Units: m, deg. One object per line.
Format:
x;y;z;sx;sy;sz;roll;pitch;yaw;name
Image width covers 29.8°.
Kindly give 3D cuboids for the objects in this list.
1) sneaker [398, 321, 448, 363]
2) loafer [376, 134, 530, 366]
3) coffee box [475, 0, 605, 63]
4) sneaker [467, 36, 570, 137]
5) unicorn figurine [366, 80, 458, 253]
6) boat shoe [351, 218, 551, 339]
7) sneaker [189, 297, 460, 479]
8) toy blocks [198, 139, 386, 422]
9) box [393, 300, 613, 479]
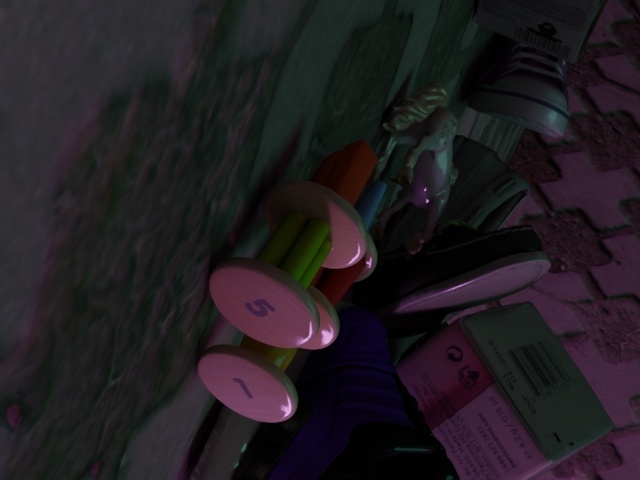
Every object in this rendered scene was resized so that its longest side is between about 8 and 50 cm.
0.129;0.166;1.687;0.286;0.109;0.130;-65;157;-55;sneaker
0.108;0.025;1.113;0.319;0.111;0.112;-59;169;-36;loafer
0.195;-0.249;0.914;0.141;0.098;0.246;-64;172;-8;coffee box
0.226;-0.204;1.277;0.282;0.102;0.161;-74;-177;-75;sneaker
0.071;-0.047;0.864;0.111;0.060;0.162;-53;168;-38;unicorn figurine
0.086;0.022;0.908;0.228;0.081;0.068;-31;-118;57;boat shoe
0.024;0.132;0.788;0.102;0.146;0.293;-68;171;19;sneaker
0.000;0.000;0.587;0.148;0.054;0.123;-59;170;-37;toy blocks
0.091;0.167;0.966;0.232;0.126;0.149;-40;163;27;box
